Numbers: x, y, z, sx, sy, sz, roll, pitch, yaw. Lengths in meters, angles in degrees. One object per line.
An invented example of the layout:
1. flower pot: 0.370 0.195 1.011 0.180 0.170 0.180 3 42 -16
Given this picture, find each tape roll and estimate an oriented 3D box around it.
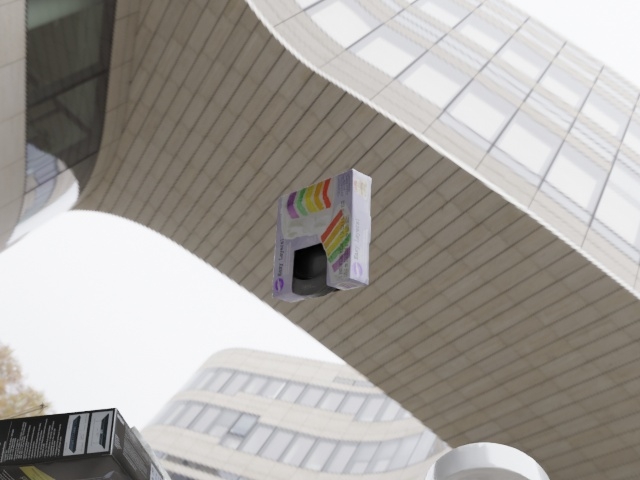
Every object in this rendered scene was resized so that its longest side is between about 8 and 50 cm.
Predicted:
1. tape roll: 0.347 0.566 1.357 0.286 0.100 0.286 2 -78 9

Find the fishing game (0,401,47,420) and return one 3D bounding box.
1. fishing game: -0.633 0.440 1.316 0.041 0.189 0.264 36 -54 35

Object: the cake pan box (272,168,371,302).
1. cake pan box: 0.000 0.000 1.478 0.070 0.266 0.246 21 -26 -40

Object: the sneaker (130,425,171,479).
1. sneaker: -0.424 0.522 1.431 0.292 0.169 0.108 10 -53 59

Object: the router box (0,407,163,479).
1. router box: -0.416 0.389 1.095 0.243 0.081 0.308 -6 -39 -2
